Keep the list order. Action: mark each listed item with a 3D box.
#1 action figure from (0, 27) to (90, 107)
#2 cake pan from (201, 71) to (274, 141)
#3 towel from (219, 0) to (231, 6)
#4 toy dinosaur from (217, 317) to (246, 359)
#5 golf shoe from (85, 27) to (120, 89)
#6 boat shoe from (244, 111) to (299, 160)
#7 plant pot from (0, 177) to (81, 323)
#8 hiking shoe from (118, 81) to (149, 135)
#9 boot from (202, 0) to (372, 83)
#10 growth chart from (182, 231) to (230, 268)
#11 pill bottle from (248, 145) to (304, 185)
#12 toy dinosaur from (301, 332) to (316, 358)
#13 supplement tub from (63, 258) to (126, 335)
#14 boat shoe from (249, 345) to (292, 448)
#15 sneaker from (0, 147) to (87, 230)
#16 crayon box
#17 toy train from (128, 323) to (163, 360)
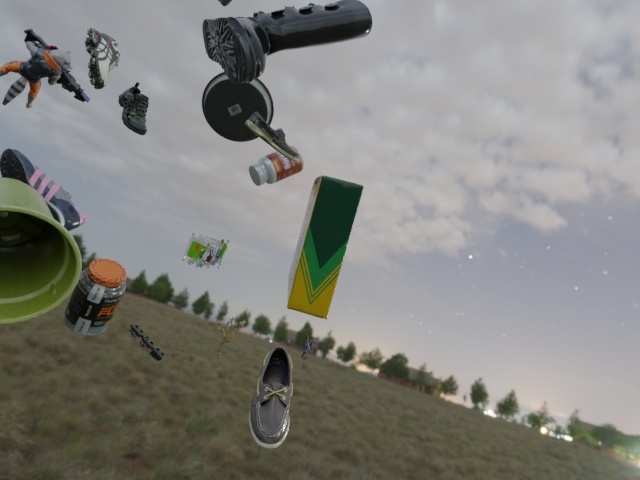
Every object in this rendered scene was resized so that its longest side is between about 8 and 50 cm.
[{"bbox_3d":[-1.133,-0.657,1.985,0.330,0.178,0.341,-28,-52,16],"label":"action figure"},{"bbox_3d":[-0.335,-0.528,1.940,0.293,0.293,0.054,21,29,-11],"label":"cake pan"},{"bbox_3d":[-0.298,-0.725,1.145,0.312,0.056,0.324,39,-14,-27],"label":"towel"},{"bbox_3d":[-0.356,0.352,1.815,0.053,0.183,0.092,25,17,-44],"label":"toy dinosaur"},{"bbox_3d":[-0.811,-0.682,1.819,0.120,0.272,0.105,4,-28,-36],"label":"golf shoe"},{"bbox_3d":[-0.160,-0.367,1.701,0.224,0.073,0.080,36,8,-10],"label":"boat shoe"},{"bbox_3d":[-0.681,-0.006,1.044,0.276,0.276,0.254,30,11,-42],"label":"plant pot"},{"bbox_3d":[-0.725,-0.521,1.904,0.114,0.226,0.086,-37,-23,25],"label":"hiking shoe"},{"bbox_3d":[-0.057,-0.552,1.312,0.446,0.146,0.367,-14,39,-21],"label":"boot"},{"bbox_3d":[-0.555,0.053,2.335,0.238,0.171,0.021,12,-4,22],"label":"growth chart"},{"bbox_3d":[-0.186,-0.310,2.033,0.121,0.216,0.121,41,-33,35],"label":"pill bottle"},{"bbox_3d":[-0.054,0.434,1.940,0.047,0.082,0.090,25,24,-53],"label":"toy dinosaur"},{"bbox_3d":[-0.586,0.147,1.266,0.117,0.190,0.117,27,25,-14],"label":"supplement tub"},{"bbox_3d":[-0.136,0.441,1.396,0.117,0.096,0.324,10,27,-4],"label":"boat shoe"},{"bbox_3d":[-0.851,-0.150,1.484,0.319,0.112,0.131,51,22,9],"label":"sneaker"},{"bbox_3d":[0.000,0.000,1.245,0.106,0.312,0.363,14,5,-5],"label":"crayon box"},{"bbox_3d":[-0.598,0.350,1.652,0.158,0.036,0.027,50,26,-5],"label":"toy train"}]
